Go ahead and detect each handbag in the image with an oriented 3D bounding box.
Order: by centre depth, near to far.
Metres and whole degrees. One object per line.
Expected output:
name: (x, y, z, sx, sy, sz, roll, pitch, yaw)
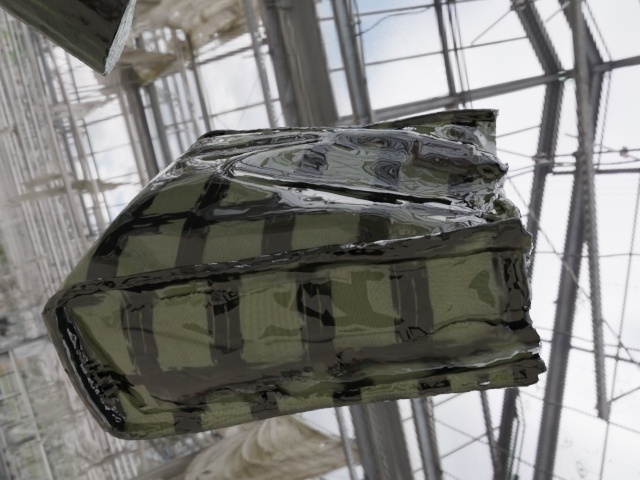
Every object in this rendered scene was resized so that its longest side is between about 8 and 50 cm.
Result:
handbag: (0.000, 0.000, 0.562, 0.325, 0.327, 0.163, -71, 148, -60)

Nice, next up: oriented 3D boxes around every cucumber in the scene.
cucumber: (-0.231, -0.213, 0.613, 0.115, 0.062, 0.116, 33, -27, -12)
